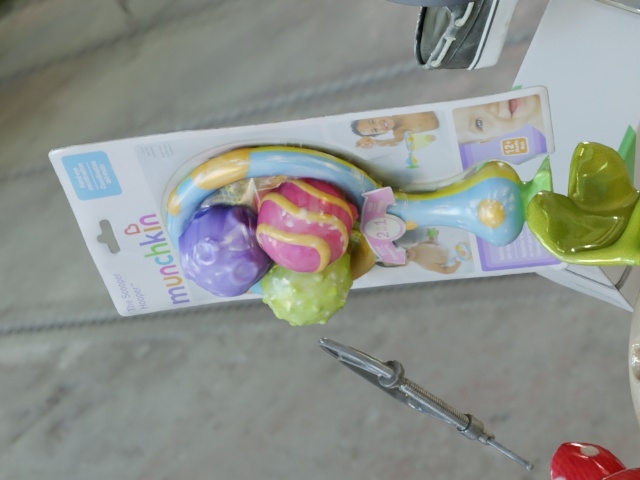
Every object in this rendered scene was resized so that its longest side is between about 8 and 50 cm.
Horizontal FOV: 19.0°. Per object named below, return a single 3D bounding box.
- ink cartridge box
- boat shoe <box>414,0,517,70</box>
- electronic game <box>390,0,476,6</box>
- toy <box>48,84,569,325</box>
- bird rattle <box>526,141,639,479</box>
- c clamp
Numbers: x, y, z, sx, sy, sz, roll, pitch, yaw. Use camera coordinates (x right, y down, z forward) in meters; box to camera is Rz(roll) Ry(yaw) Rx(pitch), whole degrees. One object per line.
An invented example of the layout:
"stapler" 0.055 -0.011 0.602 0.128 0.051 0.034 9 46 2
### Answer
"ink cartridge box" 0.254 -0.073 1.735 0.121 0.289 0.211 21 83 22
"boat shoe" 0.114 -0.207 1.493 0.070 0.219 0.078 -9 55 -12
"electronic game" 0.076 -0.269 1.266 0.229 0.229 0.048 -36 12 8
"toy" 0.000 0.000 0.930 0.237 0.137 0.056 -9 50 6
"bird rattle" 0.190 0.058 0.800 0.207 0.253 0.143 0 -13 -15
"c clamp" 0.076 0.118 1.476 0.137 0.160 0.022 22 81 55
